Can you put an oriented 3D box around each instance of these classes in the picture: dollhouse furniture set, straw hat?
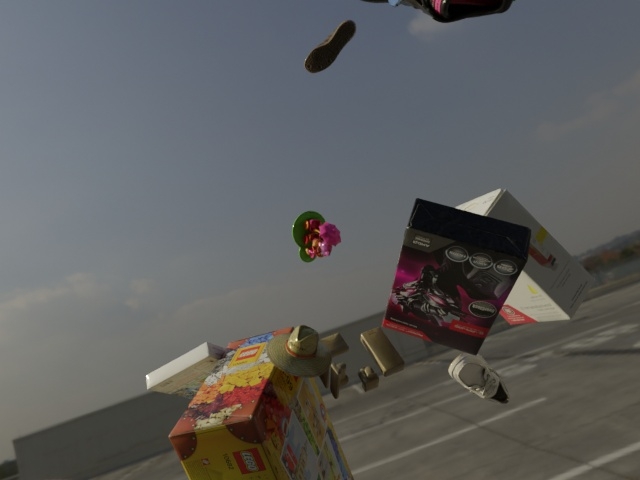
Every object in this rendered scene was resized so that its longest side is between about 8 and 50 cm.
[{"bbox_3d":[0.088,0.293,1.320,0.151,0.144,0.123,-17,-45,-19],"label":"dollhouse furniture set"},{"bbox_3d":[-0.035,0.204,1.145,0.144,0.144,0.061,-8,-54,-43],"label":"straw hat"}]

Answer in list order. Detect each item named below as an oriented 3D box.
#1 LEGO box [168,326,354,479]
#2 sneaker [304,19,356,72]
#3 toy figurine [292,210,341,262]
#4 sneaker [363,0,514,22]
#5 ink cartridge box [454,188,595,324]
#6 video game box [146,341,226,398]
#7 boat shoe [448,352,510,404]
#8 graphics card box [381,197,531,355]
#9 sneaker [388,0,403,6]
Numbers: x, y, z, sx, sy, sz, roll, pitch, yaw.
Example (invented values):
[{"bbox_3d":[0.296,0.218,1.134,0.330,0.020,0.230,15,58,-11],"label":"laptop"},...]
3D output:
[{"bbox_3d":[-0.098,0.516,1.305,0.193,0.500,0.372,-16,15,15],"label":"LEGO box"},{"bbox_3d":[0.033,-0.557,1.648,0.188,0.066,0.071,-38,15,22],"label":"sneaker"},{"bbox_3d":[0.000,0.000,1.821,0.130,0.173,0.159,0,9,-30],"label":"toy figurine"},{"bbox_3d":[0.307,-0.711,1.565,0.483,0.202,0.185,5,-46,9],"label":"sneaker"},{"bbox_3d":[0.553,0.060,1.691,0.160,0.385,0.279,-48,7,-20],"label":"ink cartridge box"},{"bbox_3d":[-0.308,0.342,1.479,0.205,0.048,0.187,-30,-36,17],"label":"video game box"},{"bbox_3d":[0.469,0.403,1.636,0.277,0.096,0.098,32,-79,-39],"label":"boat shoe"},{"bbox_3d":[0.272,0.090,1.210,0.233,0.094,0.371,17,-39,9],"label":"graphics card box"},{"bbox_3d":[0.177,-0.552,1.156,0.083,0.087,0.221,-38,5,-10],"label":"sneaker"}]
